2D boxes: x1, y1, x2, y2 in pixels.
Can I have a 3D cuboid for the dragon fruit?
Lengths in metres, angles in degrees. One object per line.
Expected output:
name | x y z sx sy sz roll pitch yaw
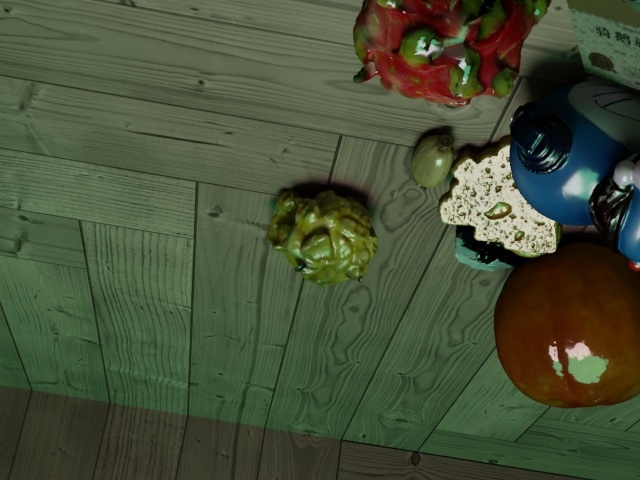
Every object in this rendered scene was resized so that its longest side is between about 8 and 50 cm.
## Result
dragon fruit | 0.168 -0.293 1.383 0.231 0.237 0.302 18 170 29

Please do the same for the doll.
doll | 0.428 -0.112 1.594 0.284 0.310 0.240 3 127 -45

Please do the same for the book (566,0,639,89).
book | 0.424 -0.288 1.403 0.217 0.021 0.310 27 166 33

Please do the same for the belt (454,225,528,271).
belt | 0.331 -0.008 2.032 0.151 0.078 0.198 10 154 -8

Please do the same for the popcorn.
popcorn | 0.002 -0.002 2.031 0.189 0.169 0.218 27 143 -31

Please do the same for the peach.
peach | 0.513 0.177 2.077 0.342 0.302 0.343 4 157 2

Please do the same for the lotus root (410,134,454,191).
lotus root | 0.191 -0.134 1.835 0.073 0.062 0.150 50 152 15

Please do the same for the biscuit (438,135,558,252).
biscuit | 0.325 -0.065 1.847 0.238 0.041 0.212 42 119 -7

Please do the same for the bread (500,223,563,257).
bread | 0.385 -0.056 1.888 0.187 0.065 0.149 -33 96 29
